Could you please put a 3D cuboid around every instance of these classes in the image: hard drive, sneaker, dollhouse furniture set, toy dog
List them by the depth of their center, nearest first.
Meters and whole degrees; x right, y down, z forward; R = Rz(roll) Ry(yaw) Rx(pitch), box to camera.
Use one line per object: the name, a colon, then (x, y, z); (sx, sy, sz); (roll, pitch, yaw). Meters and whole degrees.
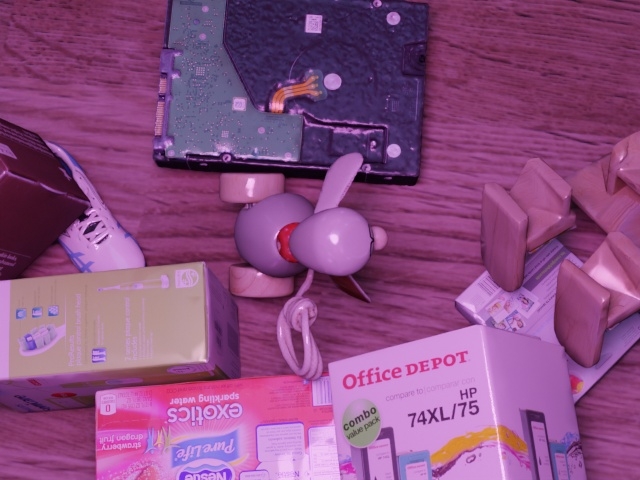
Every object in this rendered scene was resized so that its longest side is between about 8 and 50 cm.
dollhouse furniture set: (0.438, 0.053, 1.318); (0.362, 0.256, 0.394); (-28, 53, -16)
toy dog: (0.000, 0.000, 1.357); (0.161, 0.220, 0.334); (-6, 26, -24)
sneaker: (-0.311, -0.033, 1.492); (0.085, 0.086, 0.237); (-39, 73, -8)
hard drive: (-0.036, -0.198, 1.497); (0.339, 0.064, 0.237); (4, 79, 0)

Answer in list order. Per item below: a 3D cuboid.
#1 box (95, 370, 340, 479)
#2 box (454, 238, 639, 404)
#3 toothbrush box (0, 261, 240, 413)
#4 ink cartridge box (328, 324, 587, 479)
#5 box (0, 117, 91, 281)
box: (-0.096, 0.247, 1.343); (0.300, 0.142, 0.154); (-6, 71, 5)
box: (0.278, 0.091, 1.406); (0.145, 0.038, 0.186); (-43, 72, -9)
toothbrush box: (-0.250, 0.119, 1.371); (0.283, 0.206, 0.122); (-4, 72, 5)
ink cartridge box: (0.152, 0.248, 1.230); (0.198, 0.197, 0.270); (-19, 69, 33)
box: (-0.483, 0.022, 1.393); (0.381, 0.191, 0.143); (-41, 71, 7)
